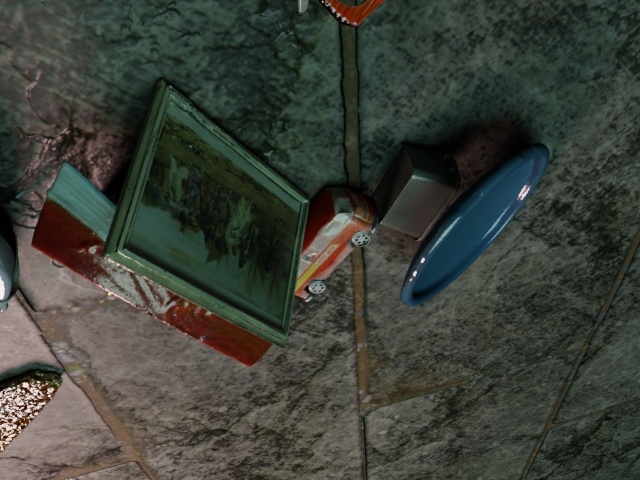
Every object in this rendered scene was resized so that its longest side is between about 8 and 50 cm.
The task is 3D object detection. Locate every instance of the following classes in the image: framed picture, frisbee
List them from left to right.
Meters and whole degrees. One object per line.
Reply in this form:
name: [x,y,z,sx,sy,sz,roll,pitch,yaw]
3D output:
framed picture: [-0.103,-0.021,0.704,0.017,0.217,0.274,-10,150,34]
frisbee: [0.204,-0.026,0.874,0.289,0.049,0.289,-39,158,-19]

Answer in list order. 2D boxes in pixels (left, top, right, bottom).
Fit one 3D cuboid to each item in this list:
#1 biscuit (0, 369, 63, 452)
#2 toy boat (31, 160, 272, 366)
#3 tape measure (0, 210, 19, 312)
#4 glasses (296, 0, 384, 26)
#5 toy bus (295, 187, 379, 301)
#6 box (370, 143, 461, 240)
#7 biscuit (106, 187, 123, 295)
biscuit: [-0.520,0.273,0.991,0.131,0.026,0.237,22,125,-40]
toy boat: [-0.170,0.020,0.720,0.332,0.145,0.133,40,77,-43]
tape measure: [-0.435,0.027,0.694,0.182,0.107,0.181,-7,145,-10]
glasses: [0.001,-0.298,0.547,0.255,0.095,0.162,34,89,-42]
toy bus: [0.000,0.000,0.861,0.077,0.079,0.174,22,124,-32]
box: [0.122,-0.067,0.834,0.069,0.084,0.122,14,130,-21]
biscuit: [-0.178,0.003,0.822,0.254,0.035,0.253,-10,139,-9]
